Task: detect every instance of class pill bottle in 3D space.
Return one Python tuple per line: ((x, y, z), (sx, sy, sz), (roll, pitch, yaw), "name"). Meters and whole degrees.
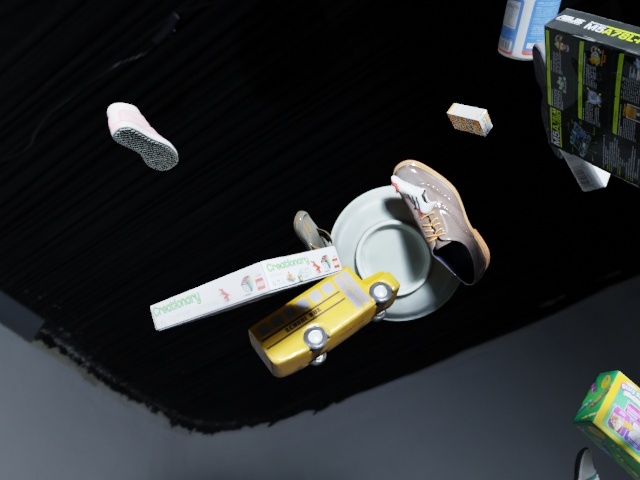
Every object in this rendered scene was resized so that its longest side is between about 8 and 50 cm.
((0.524, -0.574, 1.250), (0.124, 0.124, 0.222), (-102, -170, -50), "pill bottle")

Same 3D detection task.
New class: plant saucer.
((0.211, 0.044, 1.439), (0.401, 0.400, 0.100), (61, 14, 1), "plant saucer")

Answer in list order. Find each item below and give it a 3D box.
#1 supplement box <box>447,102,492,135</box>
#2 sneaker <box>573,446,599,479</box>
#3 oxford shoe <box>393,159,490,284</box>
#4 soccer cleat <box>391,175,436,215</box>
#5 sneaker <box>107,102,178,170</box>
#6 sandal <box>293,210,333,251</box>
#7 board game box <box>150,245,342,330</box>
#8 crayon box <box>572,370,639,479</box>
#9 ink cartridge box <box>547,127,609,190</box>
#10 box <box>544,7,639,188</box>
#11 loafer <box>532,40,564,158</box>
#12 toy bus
((0.373, -0.302, 1.266), (0.098, 0.036, 0.062), (30, -10, 45), "supplement box")
((0.659, 0.590, 1.227), (0.057, 0.075, 0.161), (38, 61, -69), "sneaker")
((0.307, -0.048, 1.293), (0.364, 0.130, 0.133), (51, 32, -2), "oxford shoe")
((0.146, -0.076, 0.798), (0.083, 0.035, 0.029), (48, 38, 9), "soccer cleat")
((-0.272, -0.163, 0.775), (0.070, 0.051, 0.134), (60, 10, 26), "sneaker")
((0.000, 0.000, 1.380), (0.219, 0.060, 0.090), (59, 36, -39), "sandal")
((-0.136, 0.088, 0.908), (0.193, 0.305, 0.053), (-11, 81, -53), "board game box")
((0.798, 0.486, 1.268), (0.278, 0.165, 0.081), (42, -25, 6), "crayon box")
((0.467, -0.198, 0.879), (0.145, 0.045, 0.179), (48, 56, -22), "ink cartridge box")
((0.351, -0.157, 0.595), (0.184, 0.045, 0.191), (51, -6, 45), "box")
((0.542, -0.310, 1.112), (0.109, 0.095, 0.302), (-96, 159, -47), "loafer")
((0.016, 0.169, 1.123), (0.130, 0.332, 0.108), (48, -22, 25), "toy bus")
